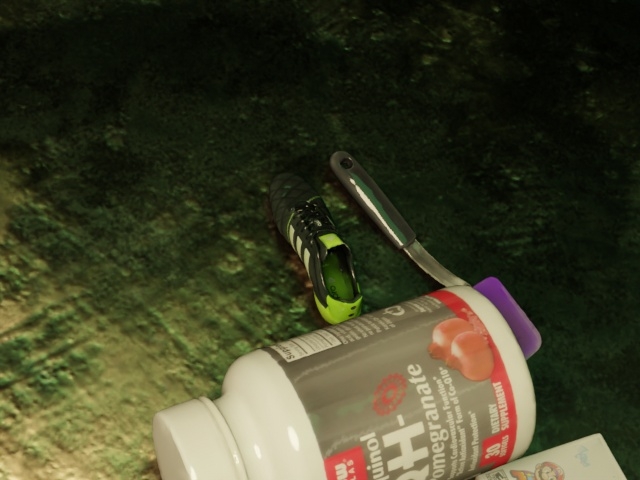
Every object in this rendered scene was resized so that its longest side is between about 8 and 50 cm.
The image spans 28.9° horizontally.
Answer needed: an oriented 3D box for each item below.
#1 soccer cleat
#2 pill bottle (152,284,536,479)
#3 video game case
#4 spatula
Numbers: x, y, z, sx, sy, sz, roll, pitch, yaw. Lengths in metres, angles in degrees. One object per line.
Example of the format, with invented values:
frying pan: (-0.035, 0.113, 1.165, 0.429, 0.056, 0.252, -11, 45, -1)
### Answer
soccer cleat: (0.000, 0.000, 1.254, 0.060, 0.072, 0.179, -17, 69, -20)
pill bottle: (0.018, 0.165, 1.120, 0.318, 0.176, 0.176, -17, 70, -20)
video game case: (0.245, 0.274, 1.194, 0.143, 0.019, 0.157, -14, 57, -19)
spatula: (0.110, 0.018, 1.295, 0.084, 0.030, 0.296, -38, 78, -24)
